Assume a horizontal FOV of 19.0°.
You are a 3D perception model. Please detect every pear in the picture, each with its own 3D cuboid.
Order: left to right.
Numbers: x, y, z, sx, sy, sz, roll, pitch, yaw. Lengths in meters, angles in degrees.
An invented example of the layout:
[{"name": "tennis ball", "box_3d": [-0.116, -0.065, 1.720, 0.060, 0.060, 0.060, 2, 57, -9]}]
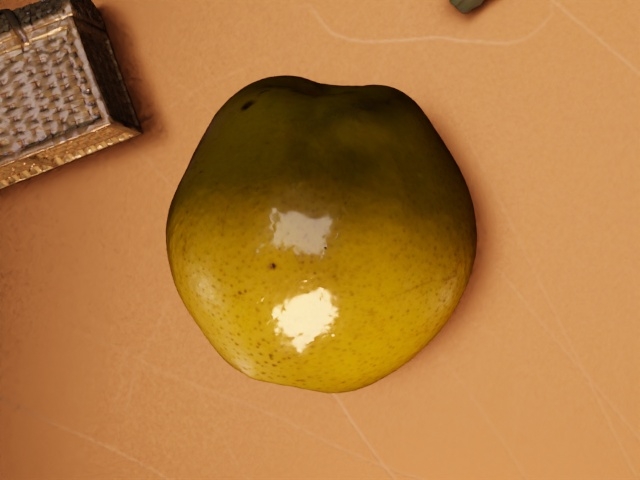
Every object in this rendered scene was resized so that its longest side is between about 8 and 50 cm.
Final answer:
[{"name": "pear", "box_3d": [0.000, 0.000, 1.719, 0.294, 0.294, 0.294, 0, 90, 9]}]

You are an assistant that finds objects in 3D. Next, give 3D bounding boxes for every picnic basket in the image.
[{"name": "picnic basket", "box_3d": [-0.295, -0.144, 1.832, 0.196, 0.134, 0.154, -21, 86, 9]}]

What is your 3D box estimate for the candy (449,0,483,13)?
[{"name": "candy", "box_3d": [0.128, -0.449, 1.766, 0.263, 0.172, 0.398, -30, 73, 13]}]
